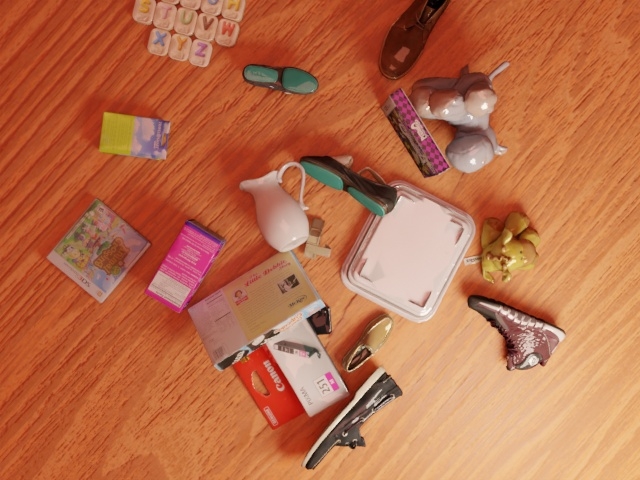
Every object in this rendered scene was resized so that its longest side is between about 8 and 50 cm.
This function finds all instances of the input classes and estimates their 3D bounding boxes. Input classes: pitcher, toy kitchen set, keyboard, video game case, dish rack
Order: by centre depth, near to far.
[{"bbox_3d":[0.239,-0.268,1.789,0.042,0.210,0.232,-32,93,1],"label":"video game case"},{"bbox_3d":[-0.092,-0.091,1.824,0.178,0.125,0.207,-29,77,7],"label":"pitcher"},{"bbox_3d":[0.240,0.030,1.873,0.286,0.072,0.332,27,90,-1],"label":"dish rack"},{"bbox_3d":[-0.595,0.027,1.877,0.193,0.023,0.212,40,91,-3],"label":"video game case"},{"bbox_3d":[0.000,0.000,1.885,0.068,0.075,0.083,14,132,1],"label":"toy kitchen set"},{"bbox_3d":[-0.062,0.206,1.897,0.180,0.023,0.108,-4,99,-2],"label":"keyboard"}]

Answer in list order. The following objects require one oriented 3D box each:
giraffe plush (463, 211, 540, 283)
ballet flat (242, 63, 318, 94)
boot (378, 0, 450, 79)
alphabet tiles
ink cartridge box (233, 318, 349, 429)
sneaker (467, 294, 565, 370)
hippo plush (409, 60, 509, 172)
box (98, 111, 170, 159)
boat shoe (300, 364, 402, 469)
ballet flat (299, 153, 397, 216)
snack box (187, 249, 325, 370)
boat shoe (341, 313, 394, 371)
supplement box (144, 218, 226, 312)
[{"bbox_3d":[0.490,0.026,1.825,0.210,0.170,0.181,-30,93,0],"label":"giraffe plush"},{"bbox_3d":[-0.105,-0.425,1.845,0.203,0.074,0.074,10,92,-2],"label":"ballet flat"},{"bbox_3d":[0.250,-0.564,1.826,0.112,0.115,0.305,31,93,-4],"label":"boot"},{"bbox_3d":[-0.349,-0.615,1.857,0.284,0.021,0.277,15,92,-1],"label":"alphabet tiles"},{"bbox_3d":[-0.091,0.351,1.872,0.239,0.060,0.275,-30,96,1],"label":"ink cartridge box"},{"bbox_3d":[0.503,0.262,1.871,0.282,0.106,0.162,23,95,-3],"label":"sneaker"},{"bbox_3d":[0.358,-0.304,1.813,0.235,0.294,0.236,1,119,22],"label":"hippo plush"},{"bbox_3d":[-0.490,-0.276,1.857,0.178,0.042,0.108,8,93,-2],"label":"box"},{"bbox_3d":[0.090,0.496,1.860,0.113,0.127,0.340,40,82,9],"label":"boat shoe"},{"bbox_3d":[0.080,-0.164,1.847,0.281,0.095,0.096,32,69,10],"label":"ballet flat"},{"bbox_3d":[-0.170,0.177,1.831,0.322,0.060,0.187,-32,60,1],"label":"snack box"},{"bbox_3d":[0.133,0.281,1.877,0.068,0.072,0.190,37,91,-2],"label":"boat shoe"},{"bbox_3d":[-0.354,0.066,1.840,0.114,0.111,0.220,32,92,-3],"label":"supplement box"}]
